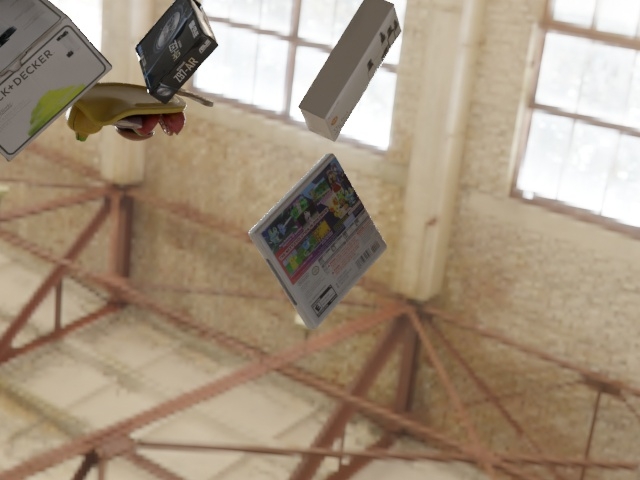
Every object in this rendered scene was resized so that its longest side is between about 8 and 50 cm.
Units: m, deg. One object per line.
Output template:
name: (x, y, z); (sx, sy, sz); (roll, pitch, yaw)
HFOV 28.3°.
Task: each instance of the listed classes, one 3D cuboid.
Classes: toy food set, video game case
toy food set: (-0.244, -0.156, 1.633); (0.128, 0.071, 0.218); (24, -160, 34)
video game case: (0.000, 0.000, 1.899); (0.023, 0.183, 0.201); (-3, -145, 48)

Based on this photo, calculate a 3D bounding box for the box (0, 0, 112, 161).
box: (-0.384, -0.224, 1.537); (0.169, 0.087, 0.290); (-44, -143, -6)

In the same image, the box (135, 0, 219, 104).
box: (-0.117, -0.156, 1.022); (0.018, 0.067, 0.083); (33, -159, -34)

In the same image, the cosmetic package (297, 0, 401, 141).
cosmetic package: (0.053, -0.294, 2.164); (0.060, 0.239, 0.099); (26, 168, 21)
